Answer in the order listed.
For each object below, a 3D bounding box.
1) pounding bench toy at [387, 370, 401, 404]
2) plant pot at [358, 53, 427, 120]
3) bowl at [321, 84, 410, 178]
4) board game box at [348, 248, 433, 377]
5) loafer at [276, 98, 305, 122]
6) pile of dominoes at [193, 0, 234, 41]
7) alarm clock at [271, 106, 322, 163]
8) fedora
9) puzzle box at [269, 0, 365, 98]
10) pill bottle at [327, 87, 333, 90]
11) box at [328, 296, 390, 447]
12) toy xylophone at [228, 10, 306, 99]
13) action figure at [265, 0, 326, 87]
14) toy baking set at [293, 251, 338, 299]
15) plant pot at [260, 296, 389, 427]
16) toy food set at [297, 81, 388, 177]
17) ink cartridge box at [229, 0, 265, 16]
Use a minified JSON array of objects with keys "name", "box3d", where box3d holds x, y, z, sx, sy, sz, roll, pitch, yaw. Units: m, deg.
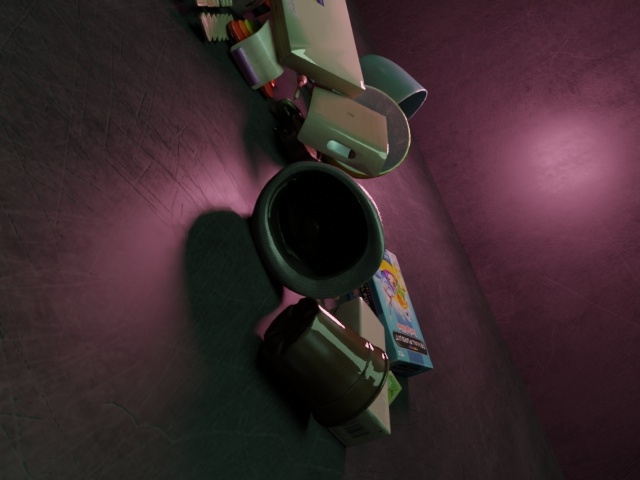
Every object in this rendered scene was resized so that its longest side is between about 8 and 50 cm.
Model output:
[{"name":"pounding bench toy","box3d":[0.117,0.300,1.250,0.052,0.065,0.083,-44,110,-35]},{"name":"plant pot","box3d":[0.195,-0.520,2.114,0.235,0.293,0.293,52,19,9]},{"name":"bowl","box3d":[0.101,-0.296,1.737,0.289,0.290,0.156,69,-22,11]},{"name":"board game box","box3d":[0.164,0.168,1.504,0.254,0.079,0.336,29,40,-57]},{"name":"loafer","box3d":[-0.076,-0.325,1.535,0.148,0.056,0.050,50,22,-59]},{"name":"pile of dominoes","box3d":[-0.259,-0.553,1.345,0.251,0.040,0.196,-64,148,-67]},{"name":"alarm clock","box3d":[-0.044,-0.237,1.491,0.192,0.064,0.129,45,28,-35]},{"name":"fedora","box3d":[-0.009,-0.015,1.166,0.275,0.244,0.124,58,-9,6]},{"name":"puzzle box","box3d":[-0.021,-0.599,1.588,0.272,0.052,0.408,13,58,-41]},{"name":"pill bottle","box3d":[0.087,-0.399,1.893,0.219,0.123,0.123,45,25,-13]},{"name":"box","box3d":[0.067,0.250,1.152,0.113,0.094,0.275,53,23,-28]},{"name":"toy xylophone","box3d":[-0.130,-0.478,1.534,0.236,0.081,0.322,63,19,-19]},{"name":"action figure","box3d":[-0.047,-0.640,1.806,0.341,0.179,0.330,59,31,-4]},{"name":"toy baking set","box3d":[0.004,0.006,1.319,0.196,0.030,0.256,52,33,-27]},{"name":"plant pot","box3d":[-0.001,0.193,0.980,0.165,0.167,0.167,47,25,-22]},{"name":"toy food set","box3d":[0.056,-0.289,1.523,0.220,0.092,0.306,24,31,-12]},{"name":"ink cartridge box","box3d":[-0.224,-0.670,1.499,0.181,0.104,0.061,37,35,-53]}]
